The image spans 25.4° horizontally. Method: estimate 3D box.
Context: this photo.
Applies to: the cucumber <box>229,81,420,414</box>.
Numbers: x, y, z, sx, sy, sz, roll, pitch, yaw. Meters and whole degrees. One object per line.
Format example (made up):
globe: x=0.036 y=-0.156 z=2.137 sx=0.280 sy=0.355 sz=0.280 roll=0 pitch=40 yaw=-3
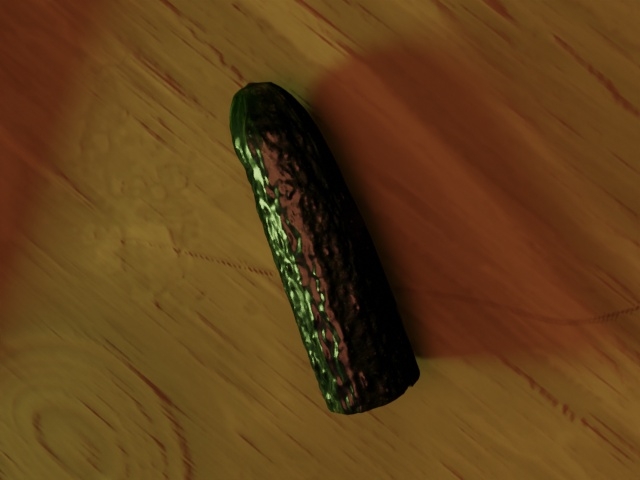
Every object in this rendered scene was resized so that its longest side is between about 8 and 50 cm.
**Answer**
cucumber: x=-0.001 y=0.000 z=1.003 sx=0.074 sy=0.074 sz=0.241 roll=-18 pitch=95 yaw=23
